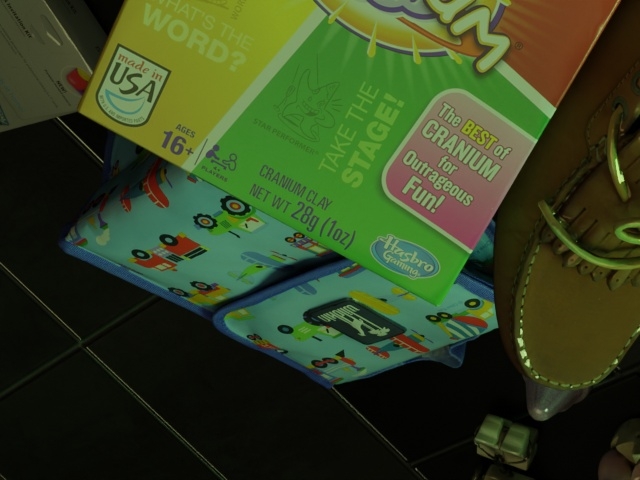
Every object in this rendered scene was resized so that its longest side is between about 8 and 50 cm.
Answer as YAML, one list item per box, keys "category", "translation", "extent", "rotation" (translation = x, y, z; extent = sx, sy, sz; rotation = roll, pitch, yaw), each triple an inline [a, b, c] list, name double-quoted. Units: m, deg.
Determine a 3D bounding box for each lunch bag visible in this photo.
- category: "lunch bag"
  translation: [0.000, 0.000, 1.278]
  extent: [0.293, 0.138, 0.221]
  rotation: [38, 139, -23]

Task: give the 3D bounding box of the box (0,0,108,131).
- category: "box"
  translation: [-0.252, -0.153, 1.335]
  extent: [0.186, 0.038, 0.145]
  rotation: [-10, 123, 39]

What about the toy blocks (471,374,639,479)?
- category: "toy blocks"
  translation: [0.219, 0.248, 1.250]
  extent: [0.309, 0.260, 0.288]
  rotation: [18, 137, 17]

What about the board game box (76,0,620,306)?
- category: "board game box"
  translation: [0.036, -0.152, 0.952]
  extent: [0.242, 0.064, 0.316]
  rotation: [28, 118, 0]

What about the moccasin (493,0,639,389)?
- category: "moccasin"
  translation: [0.214, -0.052, 0.994]
  extent: [0.139, 0.147, 0.380]
  rotation: [12, 126, -30]
